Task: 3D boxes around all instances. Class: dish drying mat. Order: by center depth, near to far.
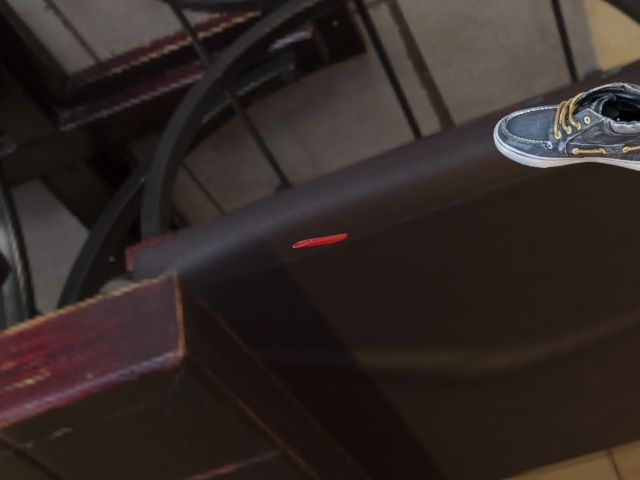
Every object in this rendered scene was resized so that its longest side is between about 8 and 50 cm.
[{"bbox_3d":[0.000,0.000,1.442,0.032,0.008,0.083,-17,174,36],"label":"dish drying mat"}]

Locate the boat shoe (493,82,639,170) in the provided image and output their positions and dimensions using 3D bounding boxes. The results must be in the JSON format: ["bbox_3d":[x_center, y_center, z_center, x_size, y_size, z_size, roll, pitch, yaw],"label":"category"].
[{"bbox_3d":[0.246,-0.114,1.031,0.183,0.065,0.083,7,155,28],"label":"boat shoe"}]
